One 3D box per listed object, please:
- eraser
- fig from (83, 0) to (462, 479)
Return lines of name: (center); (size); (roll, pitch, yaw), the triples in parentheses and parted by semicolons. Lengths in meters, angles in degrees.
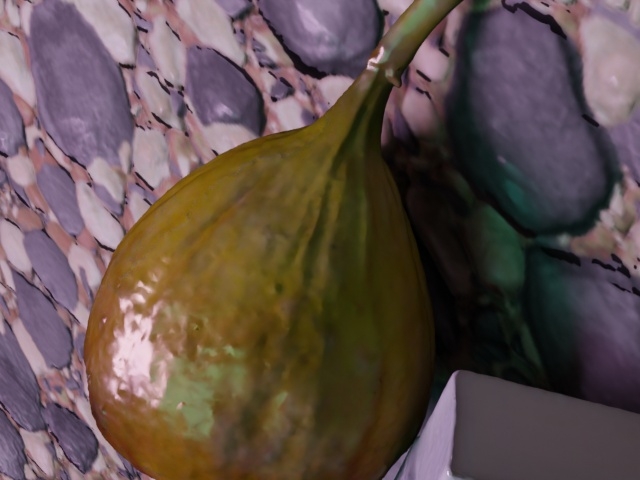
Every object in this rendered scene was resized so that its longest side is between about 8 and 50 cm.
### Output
eraser: (0.082, 0.150, 0.600); (0.124, 0.068, 0.210); (15, 137, -4)
fig: (0.000, 0.000, 0.591); (0.159, 0.159, 0.257); (40, 116, 24)
